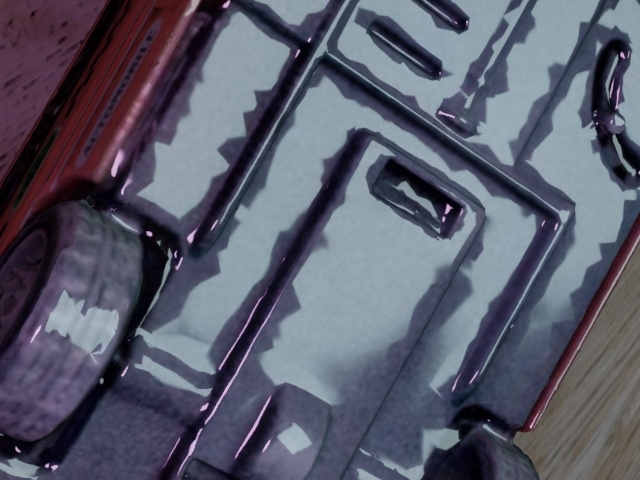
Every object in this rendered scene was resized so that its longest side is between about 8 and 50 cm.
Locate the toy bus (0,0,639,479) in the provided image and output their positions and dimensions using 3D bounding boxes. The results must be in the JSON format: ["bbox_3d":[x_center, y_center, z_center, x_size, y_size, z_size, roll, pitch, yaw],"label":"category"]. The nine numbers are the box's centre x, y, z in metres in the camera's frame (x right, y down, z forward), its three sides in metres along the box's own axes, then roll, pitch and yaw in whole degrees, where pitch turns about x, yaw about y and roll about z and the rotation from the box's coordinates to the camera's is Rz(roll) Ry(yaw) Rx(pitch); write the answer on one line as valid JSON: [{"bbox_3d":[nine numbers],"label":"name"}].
[{"bbox_3d":[0.008,-0.047,0.484,0.203,0.233,0.427,32,85,-25],"label":"toy bus"}]
